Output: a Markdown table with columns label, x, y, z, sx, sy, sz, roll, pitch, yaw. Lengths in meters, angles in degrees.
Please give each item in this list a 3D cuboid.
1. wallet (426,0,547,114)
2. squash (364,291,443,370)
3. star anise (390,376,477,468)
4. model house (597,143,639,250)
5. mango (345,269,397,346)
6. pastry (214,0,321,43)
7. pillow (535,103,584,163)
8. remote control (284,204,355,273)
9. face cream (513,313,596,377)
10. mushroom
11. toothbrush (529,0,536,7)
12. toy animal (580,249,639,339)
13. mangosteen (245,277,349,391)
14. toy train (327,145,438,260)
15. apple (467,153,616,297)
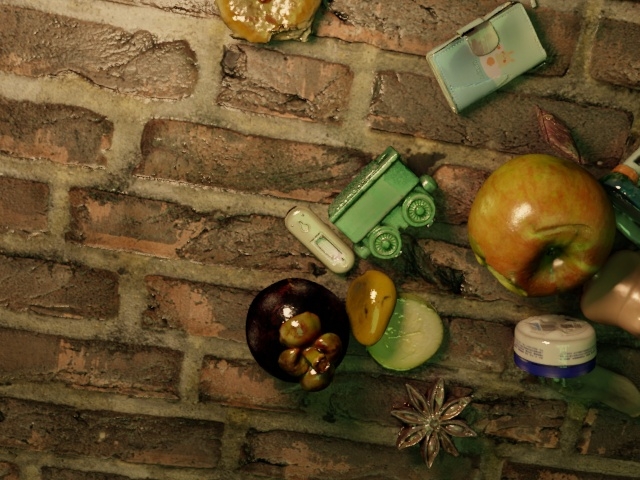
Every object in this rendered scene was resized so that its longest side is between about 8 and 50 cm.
| label | x | y | z | sx | sy | sz | roll | pitch | yaw |
| --- | --- | --- | --- | --- | --- | --- | --- | --- | --- |
| wallet | 0.392 | -0.436 | 1.771 | 0.250 | 0.075 | 0.176 | -30 | 109 | 5 |
| squash | 0.215 | 0.242 | 1.985 | 0.219 | 0.041 | 0.219 | 0 | 108 | 1 |
| star anise | 0.298 | 0.489 | 2.026 | 0.223 | 0.109 | 0.235 | -10 | 90 | -9 |
| model house | 0.842 | -0.137 | 1.827 | 0.253 | 0.184 | 0.291 | 43 | 80 | 8 |
| mango | 0.127 | 0.171 | 1.892 | 0.137 | 0.195 | 0.098 | -10 | 154 | 35 |
| pastry | -0.120 | -0.565 | 1.676 | 0.257 | 0.121 | 0.235 | -2 | 106 | -4 |
| pillow | 0.569 | -0.252 | 1.790 | 0.118 | 0.185 | 0.043 | 29 | 126 | -13 |
| remote control | 0.000 | 0.000 | 1.893 | 0.078 | 0.042 | 0.221 | -44 | 105 | 10 |
| face cream | 0.605 | 0.267 | 1.925 | 0.206 | 0.206 | 0.111 | -3 | 102 | -3 |
| mushroom | 0.750 | 0.395 | 2.031 | 0.351 | 0.097 | 0.109 | 20 | 105 | -12 |
| toothbrush | 0.472 | -0.642 | 1.746 | 0.017 | 0.014 | 0.194 | -23 | 107 | 3 |
| toy animal | 0.816 | 0.155 | 1.869 | 0.326 | 0.269 | 0.237 | 28 | 101 | -1 |
| mangosteen | -0.044 | 0.236 | 1.825 | 0.275 | 0.302 | 0.274 | -6 | 112 | -16 |
| toy train | 0.159 | -0.080 | 1.827 | 0.202 | 0.145 | 0.266 | 43 | 99 | -11 |
| apple | 0.515 | -0.040 | 1.769 | 0.340 | 0.339 | 0.339 | -1 | 107 | -3 |
